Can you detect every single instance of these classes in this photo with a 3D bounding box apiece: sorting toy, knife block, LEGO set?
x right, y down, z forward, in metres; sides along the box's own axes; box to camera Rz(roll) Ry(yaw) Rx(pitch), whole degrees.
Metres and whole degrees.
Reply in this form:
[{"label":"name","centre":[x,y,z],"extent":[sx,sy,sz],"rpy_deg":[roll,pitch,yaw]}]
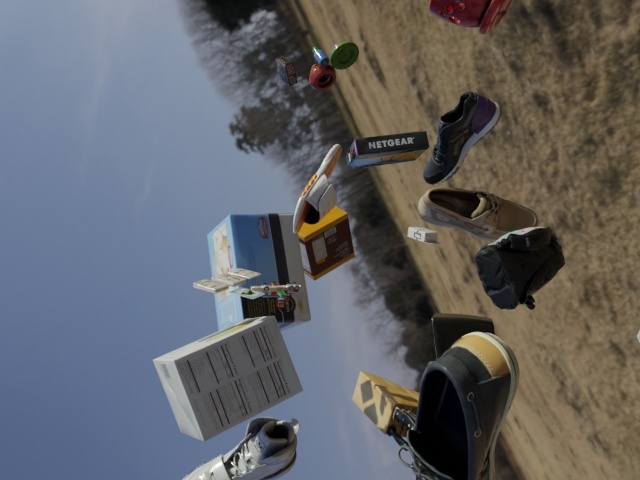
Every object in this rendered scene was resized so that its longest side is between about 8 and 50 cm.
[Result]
[{"label":"sorting toy","centre":[0.013,-0.299,1.066],"extent":[0.061,0.102,0.042],"rpy_deg":[18,-146,-48]},{"label":"knife block","centre":[0.180,0.433,1.616],"extent":[0.242,0.276,0.088],"rpy_deg":[7,-79,-67]},{"label":"LEGO set","centre":[-0.161,0.129,1.577],"extent":[0.182,0.245,0.060],"rpy_deg":[-18,-65,-56]}]

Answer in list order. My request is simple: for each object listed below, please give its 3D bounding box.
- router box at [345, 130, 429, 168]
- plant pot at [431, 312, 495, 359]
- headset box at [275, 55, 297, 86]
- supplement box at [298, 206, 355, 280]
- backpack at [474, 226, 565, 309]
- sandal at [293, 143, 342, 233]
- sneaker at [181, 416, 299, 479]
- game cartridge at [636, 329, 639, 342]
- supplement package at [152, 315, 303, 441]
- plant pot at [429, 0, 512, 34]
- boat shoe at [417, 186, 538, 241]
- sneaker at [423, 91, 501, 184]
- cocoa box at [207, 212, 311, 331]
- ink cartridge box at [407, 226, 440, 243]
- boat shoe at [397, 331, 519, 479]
[{"label":"router box","centre":[0.160,-0.221,1.573],"extent":[0.133,0.179,0.046],"rpy_deg":[131,131,-80]},{"label":"plant pot","centre":[0.416,0.297,1.834],"extent":[0.188,0.167,0.187],"rpy_deg":[10,-108,-76]},{"label":"headset box","centre":[-0.106,-0.533,2.008],"extent":[0.062,0.032,0.083],"rpy_deg":[43,156,42]},{"label":"supplement box","centre":[0.000,0.000,2.282],"extent":[0.129,0.191,0.194],"rpy_deg":[33,144,45]},{"label":"backpack","centre":[0.396,0.040,1.276],"extent":[0.115,0.182,0.151],"rpy_deg":[-6,108,56]},{"label":"sandal","centre":[0.014,-0.125,1.576],"extent":[0.076,0.265,0.102],"rpy_deg":[25,157,9]},{"label":"sneaker","centre":[-0.211,0.572,1.660],"extent":[0.137,0.366,0.210],"rpy_deg":[53,144,30]},{"label":"game cartridge","centre":[0.969,0.286,1.910],"extent":[0.083,0.017,0.055],"rpy_deg":[-75,2,-63]},{"label":"supplement package","centre":[-0.224,0.322,1.539],"extent":[0.199,0.263,0.197],"rpy_deg":[-19,92,61]},{"label":"plant pot","centre":[0.394,-0.628,1.630],"extent":[0.174,0.191,0.191],"rpy_deg":[34,180,9]},{"label":"boat shoe","centre":[0.446,-0.076,1.785],"extent":[0.110,0.342,0.121],"rpy_deg":[102,175,-73]},{"label":"sneaker","centre":[0.346,-0.282,1.741],"extent":[0.124,0.283,0.107],"rpy_deg":[20,-149,-29]},{"label":"cocoa box","centre":[-0.200,0.110,2.009],"extent":[0.231,0.228,0.346],"rpy_deg":[-32,63,58]},{"label":"ink cartridge box","centre":[0.278,-0.014,1.715],"extent":[0.083,0.048,0.028],"rpy_deg":[24,112,52]},{"label":"boat shoe","centre":[0.238,0.402,1.207],"extent":[0.187,0.156,0.499],"rpy_deg":[35,128,45]}]
